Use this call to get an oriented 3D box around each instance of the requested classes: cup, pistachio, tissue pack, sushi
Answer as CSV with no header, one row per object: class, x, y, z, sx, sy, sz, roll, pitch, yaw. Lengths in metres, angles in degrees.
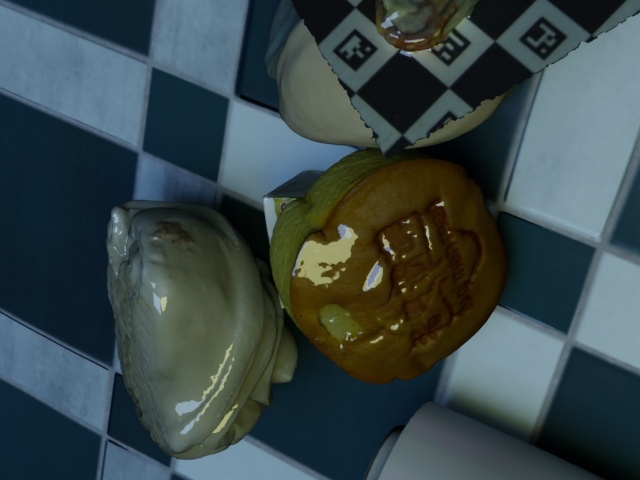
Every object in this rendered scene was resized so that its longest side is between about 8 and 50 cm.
cup,0.229,0.369,1.345,0.371,0.253,0.253,21,120,19
pistachio,0.083,-0.195,1.224,0.332,0.226,0.208,-17,62,34
tissue pack,0.001,0.000,1.407,0.099,0.106,0.148,3,113,30
sushi,0.125,-0.297,1.070,0.339,0.069,0.320,-30,72,3

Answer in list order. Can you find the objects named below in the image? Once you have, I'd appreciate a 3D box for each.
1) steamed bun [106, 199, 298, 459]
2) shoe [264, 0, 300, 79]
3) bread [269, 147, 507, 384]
steamed bun,-0.146,0.101,1.462,0.310,0.219,0.324,-148,51,-65
shoe,-0.007,-0.271,1.327,0.195,0.079,0.078,-54,41,45
bread,0.078,0.023,1.283,0.148,0.270,0.270,-134,41,-57
